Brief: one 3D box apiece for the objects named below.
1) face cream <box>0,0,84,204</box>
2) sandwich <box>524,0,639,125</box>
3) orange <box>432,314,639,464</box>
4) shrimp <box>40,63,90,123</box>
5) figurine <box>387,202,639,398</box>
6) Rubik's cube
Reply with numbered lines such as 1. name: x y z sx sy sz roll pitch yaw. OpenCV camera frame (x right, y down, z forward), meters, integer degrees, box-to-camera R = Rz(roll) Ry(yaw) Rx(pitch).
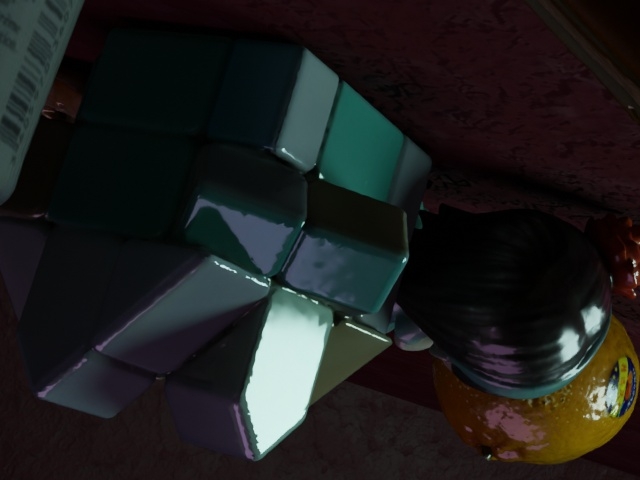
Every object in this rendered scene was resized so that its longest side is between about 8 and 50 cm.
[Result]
1. face cream: -0.177 -0.107 0.503 0.177 0.152 0.177 18 172 3
2. sandwich: 0.123 -0.098 0.422 0.163 0.113 0.079 51 -173 24
3. orange: 0.180 0.112 1.145 0.178 0.155 0.177 8 180 0
4. shrimp: -0.172 -0.062 0.976 0.133 0.053 0.236 21 159 -2
5. figurine: 0.082 0.019 0.881 0.246 0.138 0.110 15 155 43
6. Rubik's cube: -0.056 0.012 0.784 0.265 0.212 0.224 9 167 32
